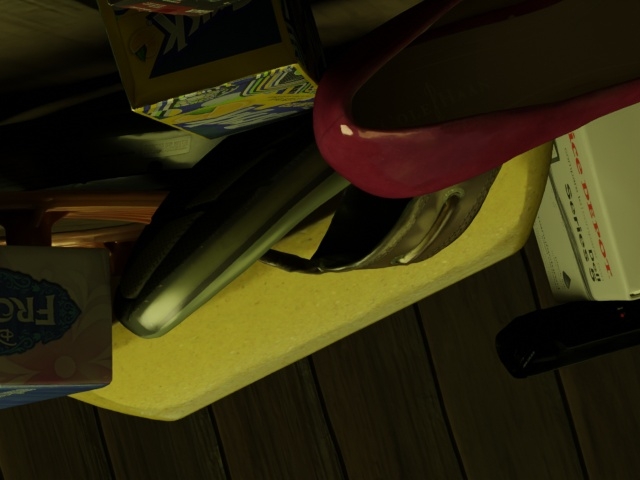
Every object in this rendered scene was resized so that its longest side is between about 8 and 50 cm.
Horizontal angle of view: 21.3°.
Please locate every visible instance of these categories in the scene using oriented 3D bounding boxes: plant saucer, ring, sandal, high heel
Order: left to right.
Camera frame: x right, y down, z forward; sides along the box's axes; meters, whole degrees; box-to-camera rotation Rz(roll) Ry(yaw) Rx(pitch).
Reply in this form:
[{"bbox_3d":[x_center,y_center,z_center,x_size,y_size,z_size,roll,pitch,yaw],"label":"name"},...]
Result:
[{"bbox_3d":[-0.198,0.004,0.920,0.337,0.032,0.336,-4,177,0],"label":"ring"},{"bbox_3d":[0.000,0.000,1.083,0.333,0.081,0.333,-27,-170,7],"label":"plant saucer"},{"bbox_3d":[0.044,-0.039,0.746,0.303,0.086,0.120,-32,-164,-5],"label":"sandal"},{"bbox_3d":[0.107,-0.091,0.603,0.244,0.082,0.117,-25,176,2],"label":"high heel"}]

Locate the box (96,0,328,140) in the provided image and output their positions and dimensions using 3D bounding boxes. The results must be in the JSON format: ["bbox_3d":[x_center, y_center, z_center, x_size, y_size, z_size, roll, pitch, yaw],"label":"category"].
[{"bbox_3d":[-0.034,-0.073,0.621,0.059,0.054,0.169,-16,179,5],"label":"box"}]

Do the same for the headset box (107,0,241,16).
[{"bbox_3d":[-0.023,-0.090,0.489,0.083,0.032,0.062,-15,179,21],"label":"headset box"}]

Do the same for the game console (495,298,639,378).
[{"bbox_3d":[0.321,0.045,1.418,0.361,0.044,0.213,-17,179,4],"label":"game console"}]

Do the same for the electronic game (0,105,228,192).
[{"bbox_3d":[-0.108,-0.048,0.914,0.229,0.048,0.229,-8,178,0],"label":"electronic game"}]

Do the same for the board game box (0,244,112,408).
[{"bbox_3d":[-0.300,0.051,0.802,0.318,0.066,0.319,2,170,-26],"label":"board game box"}]

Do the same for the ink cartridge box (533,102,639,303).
[{"bbox_3d":[0.237,-0.059,1.353,0.115,0.198,0.273,-16,178,-4],"label":"ink cartridge box"}]
